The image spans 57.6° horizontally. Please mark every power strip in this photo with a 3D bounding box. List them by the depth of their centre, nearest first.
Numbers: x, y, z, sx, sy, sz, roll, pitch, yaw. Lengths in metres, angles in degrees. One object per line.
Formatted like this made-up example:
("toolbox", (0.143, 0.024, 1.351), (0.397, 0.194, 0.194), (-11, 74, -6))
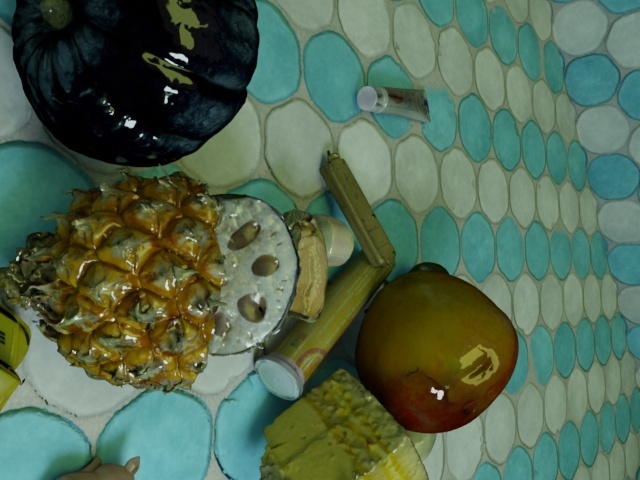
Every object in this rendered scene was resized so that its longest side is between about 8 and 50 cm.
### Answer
("power strip", (0.083, -0.069, 1.327), (0.064, 0.044, 0.306), (-25, 85, -42))

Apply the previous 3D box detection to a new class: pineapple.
("pineapple", (-0.279, 0.067, 0.752), (0.286, 0.209, 0.345), (2, 93, -27))

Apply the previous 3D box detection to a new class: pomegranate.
("pomegranate", (0.247, 0.138, 1.493), (0.191, 0.131, 0.152), (-17, 108, -22))

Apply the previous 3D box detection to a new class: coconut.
("coconut", (0.000, 0.000, 1.240), (0.122, 0.116, 0.116), (6, 82, -51))

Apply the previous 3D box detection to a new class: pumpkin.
("pumpkin", (-0.256, -0.280, 0.816), (0.266, 0.363, 0.364), (11, 78, -53))

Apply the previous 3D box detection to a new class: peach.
("peach", (0.237, 0.232, 1.242), (0.372, 0.372, 0.290), (-35, 136, -43))

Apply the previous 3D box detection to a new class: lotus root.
("lotus root", (-0.175, 0.049, 0.995), (0.271, 0.192, 0.272), (-2, 96, -18))

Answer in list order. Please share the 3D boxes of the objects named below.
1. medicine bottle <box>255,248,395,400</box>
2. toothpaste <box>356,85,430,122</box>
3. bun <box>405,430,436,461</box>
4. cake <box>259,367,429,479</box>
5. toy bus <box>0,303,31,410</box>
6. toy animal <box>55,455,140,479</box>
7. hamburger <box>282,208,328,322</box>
("medicine bottle", (0.029, 0.154, 1.260), (0.426, 0.108, 0.108), (-46, 118, -40))
("toothpaste", (0.210, -0.366, 1.542), (0.323, 0.066, 0.100), (-11, 89, -51))
("bun", (0.154, 0.435, 1.310), (0.222, 0.222, 0.128), (-40, 99, -41))
("cake", (0.023, 0.437, 1.099), (0.286, 0.222, 0.228), (-36, 130, -13))
("toy bus", (-0.472, 0.215, 0.685), (0.145, 0.151, 0.331), (45, 55, -35))
("toy animal", (-0.338, 0.378, 0.863), (0.150, 0.089, 0.084), (-2, 91, -38))
("hamburger", (-0.053, 0.048, 1.137), (0.155, 0.135, 0.208), (16, 83, -47))
